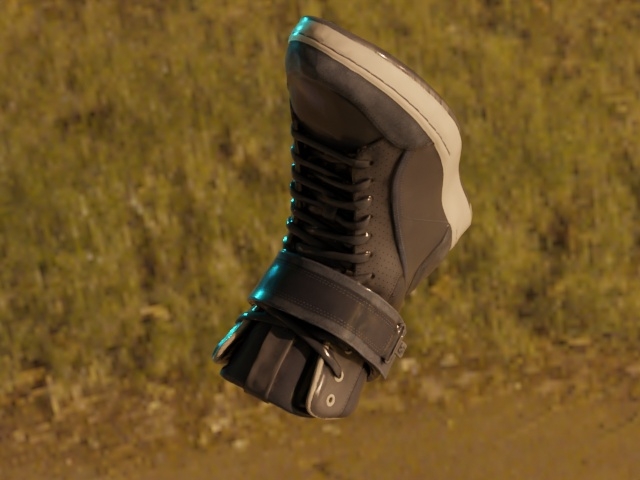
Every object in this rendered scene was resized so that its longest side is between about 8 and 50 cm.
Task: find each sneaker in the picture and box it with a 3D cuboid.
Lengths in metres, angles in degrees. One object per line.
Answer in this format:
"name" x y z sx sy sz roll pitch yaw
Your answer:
"sneaker" 0.002 0.001 0.824 0.086 0.226 0.163 28 74 28
